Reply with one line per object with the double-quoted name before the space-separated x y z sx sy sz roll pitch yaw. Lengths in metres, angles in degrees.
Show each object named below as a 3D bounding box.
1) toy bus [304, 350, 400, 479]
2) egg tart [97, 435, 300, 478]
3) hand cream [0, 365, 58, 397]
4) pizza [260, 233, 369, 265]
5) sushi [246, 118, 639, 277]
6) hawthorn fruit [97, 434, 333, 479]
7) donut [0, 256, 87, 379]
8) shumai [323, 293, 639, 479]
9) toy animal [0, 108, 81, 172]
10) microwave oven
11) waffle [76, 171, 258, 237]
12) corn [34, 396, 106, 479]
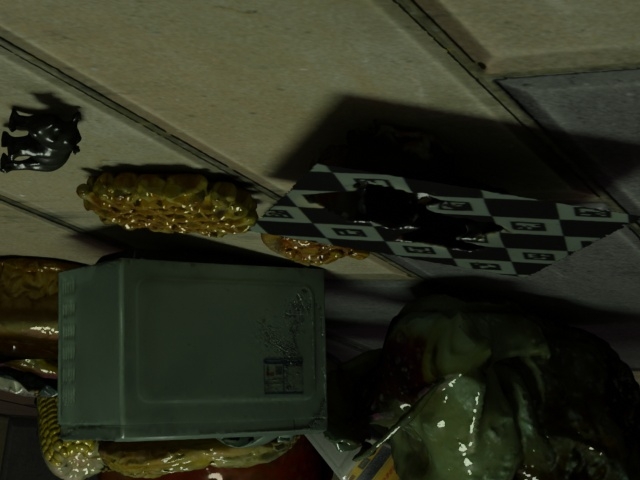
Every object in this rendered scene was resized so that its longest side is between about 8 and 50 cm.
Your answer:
"toy bus" 0.008 0.245 2.048 0.138 0.097 0.342 25 -167 -42
"egg tart" -0.171 0.258 1.916 0.288 0.118 0.288 -3 180 0
"hand cream" -0.376 0.188 1.888 0.247 0.052 0.075 6 176 -25
"pizza" 0.000 0.000 1.489 0.130 0.041 0.178 5 167 -4
"sushi" 0.105 -0.038 1.234 0.292 0.059 0.294 10 166 -12
"hawthorn fruit" -0.186 0.357 2.254 0.402 0.403 0.403 6 167 1
"donut" -0.368 0.121 1.975 0.330 0.160 0.330 2 156 1
"shumai" 0.204 0.212 1.766 0.395 0.395 0.348 -5 140 40
"toy animal" -0.242 -0.089 1.209 0.065 0.047 0.135 5 167 -17
"microwave oven" -0.159 0.137 1.696 0.295 0.238 0.181 4 171 -37
"waffle" -0.151 -0.036 1.408 0.191 0.038 0.191 6 167 1
"corn" -0.386 0.235 2.178 0.122 0.305 0.123 9 135 -20
